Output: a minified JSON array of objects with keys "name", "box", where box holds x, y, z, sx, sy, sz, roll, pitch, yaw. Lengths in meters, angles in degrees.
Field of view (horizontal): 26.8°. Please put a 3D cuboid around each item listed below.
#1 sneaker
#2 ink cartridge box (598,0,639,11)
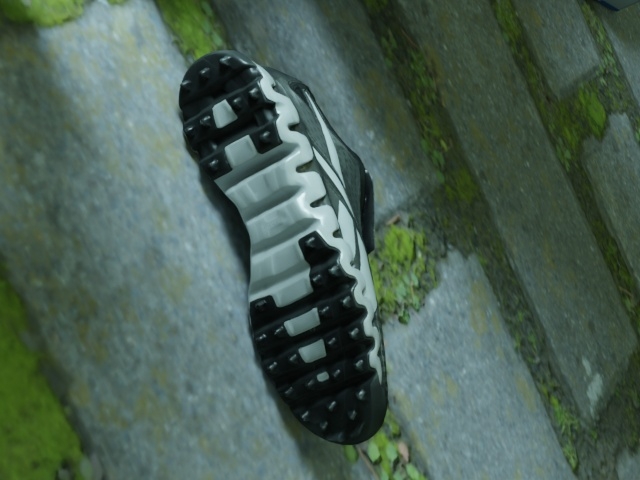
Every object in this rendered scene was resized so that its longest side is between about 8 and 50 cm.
[{"name":"sneaker","box":[0.000,0.000,0.781,0.106,0.078,0.234,-10,78,-58]},{"name":"ink cartridge box","box":[0.341,-0.387,1.612,0.139,0.082,0.190,5,65,-59]}]
